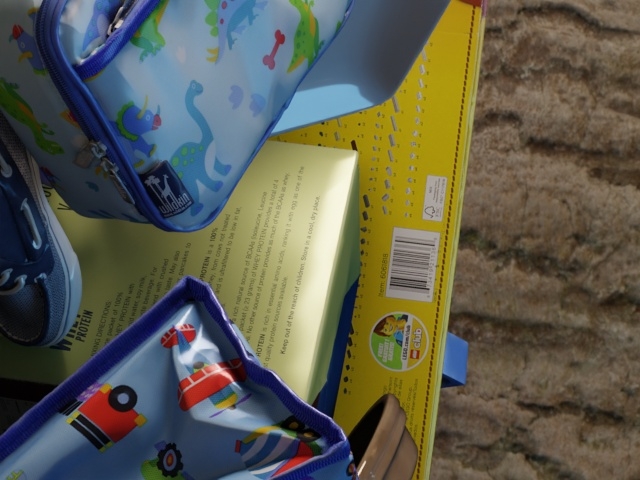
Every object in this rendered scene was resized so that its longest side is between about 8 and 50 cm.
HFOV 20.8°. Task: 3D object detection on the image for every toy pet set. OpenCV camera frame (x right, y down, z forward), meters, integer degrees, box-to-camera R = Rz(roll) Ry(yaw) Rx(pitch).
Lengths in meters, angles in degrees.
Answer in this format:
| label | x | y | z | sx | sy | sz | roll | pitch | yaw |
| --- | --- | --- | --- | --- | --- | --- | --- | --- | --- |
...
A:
| label | x | y | z | sx | sy | sz | roll | pitch | yaw |
| --- | --- | --- | --- | --- | --- | --- | --- | --- | --- |
| toy pet set | 0.111 | 0.077 | 1.658 | 0.122 | 0.065 | 0.114 | 110 | -14 | -69 |

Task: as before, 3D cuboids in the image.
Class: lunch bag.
| label | x | y | z | sx | sy | sz | roll | pitch | yaw |
| --- | --- | --- | --- | --- | --- | --- | --- | --- | --- |
| lunch bag | -0.121 | 0.198 | 0.875 | 0.293 | 0.138 | 0.221 | -35 | 145 | -16 |
| lunch bag | -0.077 | -0.126 | 0.898 | 0.219 | 0.090 | 0.176 | -55 | 138 | -29 |

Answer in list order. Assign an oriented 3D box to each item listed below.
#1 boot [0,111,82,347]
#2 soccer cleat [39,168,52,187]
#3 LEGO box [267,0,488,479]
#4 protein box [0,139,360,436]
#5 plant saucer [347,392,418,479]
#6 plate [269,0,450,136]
| label | x | y | z | sx | sy | sz | roll | pitch | yaw |
| --- | --- | --- | --- | --- | --- | --- | --- | --- | --- |
| boot | -0.181 | 0.003 | 0.920 | 0.086 | 0.069 | 0.190 | -65 | 154 | -46 |
| soccer cleat | -0.153 | -0.142 | 0.981 | 0.083 | 0.095 | 0.248 | 44 | -51 | 42 |
| LEGO box | 0.000 | 0.000 | 1.527 | 0.372 | 0.193 | 0.500 | 158 | -61 | -85 |
| protein box | -0.089 | 0.048 | 1.092 | 0.136 | 0.201 | 0.199 | 87 | 12 | -54 |
| plant saucer | -0.014 | 0.225 | 1.138 | 0.278 | 0.041 | 0.278 | -58 | 179 | -1 |
| plate | -0.026 | -0.156 | 1.147 | 0.045 | 0.277 | 0.278 | 59 | -33 | 21 |
